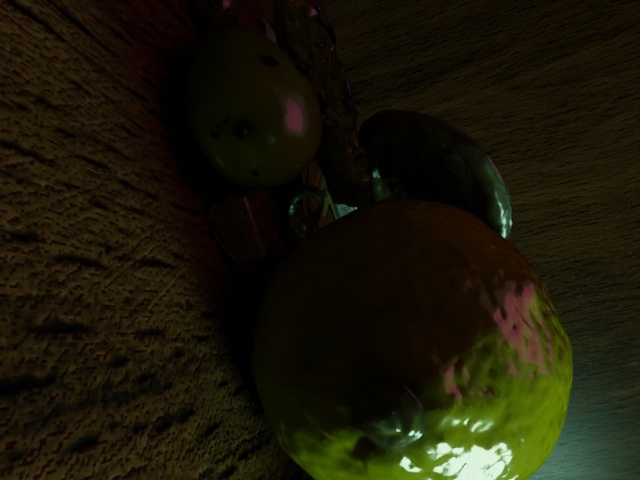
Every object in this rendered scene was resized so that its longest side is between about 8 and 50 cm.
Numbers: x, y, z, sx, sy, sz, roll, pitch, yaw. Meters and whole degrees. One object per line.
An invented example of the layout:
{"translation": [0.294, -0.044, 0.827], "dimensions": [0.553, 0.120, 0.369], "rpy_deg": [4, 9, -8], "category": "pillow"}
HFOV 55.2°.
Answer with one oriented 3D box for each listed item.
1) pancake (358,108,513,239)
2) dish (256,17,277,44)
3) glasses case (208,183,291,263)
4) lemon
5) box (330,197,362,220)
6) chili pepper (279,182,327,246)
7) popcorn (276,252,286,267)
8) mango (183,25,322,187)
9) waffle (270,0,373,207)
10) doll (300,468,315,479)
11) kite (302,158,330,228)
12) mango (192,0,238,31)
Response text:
{"translation": [0.142, -0.062, 0.806], "dimensions": [0.250, 0.031, 0.250], "rpy_deg": [37, -32, 28], "category": "pancake"}
{"translation": [-0.083, -0.265, 1.074], "dimensions": [0.154, 0.064, 0.234], "rpy_deg": [-15, 91, -80], "category": "dish"}
{"translation": [-0.085, -0.044, 0.778], "dimensions": [0.218, 0.049, 0.075], "rpy_deg": [-74, 148, -71], "category": "glasses case"}
{"translation": [0.093, 0.124, 0.674], "dimensions": [0.387, 0.349, 0.350], "rpy_deg": [-11, 86, -71], "category": "lemon"}
{"translation": [0.084, -0.059, 1.647], "dimensions": [0.159, 0.071, 0.240], "rpy_deg": [-93, 164, -60], "category": "box"}
{"translation": [0.000, 0.000, 1.064], "dimensions": [0.359, 0.084, 0.076], "rpy_deg": [53, 51, -69], "category": "chili pepper"}
{"translation": [0.092, 0.098, 0.994], "dimensions": [0.293, 0.237, 0.293], "rpy_deg": [-14, 90, -80], "category": "popcorn"}
{"translation": [-0.083, -0.168, 0.730], "dimensions": [0.175, 0.143, 0.293], "rpy_deg": [56, 8, -30], "category": "mango"}
{"translation": [-0.003, -0.196, 0.846], "dimensions": [0.307, 0.060, 0.312], "rpy_deg": [-121, -169, -63], "category": "waffle"}
{"translation": [0.039, 0.394, 0.657], "dimensions": [0.316, 0.103, 0.145], "rpy_deg": [-103, 167, -45], "category": "doll"}
{"translation": [-0.003, -0.152, 1.171], "dimensions": [0.377, 0.013, 0.328], "rpy_deg": [51, 46, -76], "category": "kite"}
{"translation": [-0.147, -0.334, 0.857], "dimensions": [0.079, 0.057, 0.114], "rpy_deg": [57, 15, -36], "category": "mango"}
